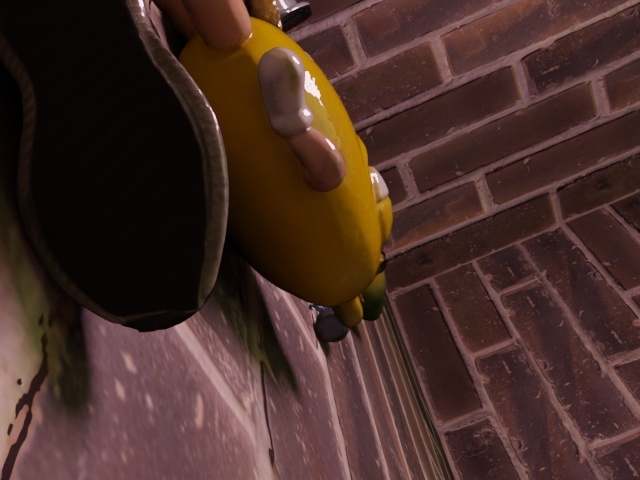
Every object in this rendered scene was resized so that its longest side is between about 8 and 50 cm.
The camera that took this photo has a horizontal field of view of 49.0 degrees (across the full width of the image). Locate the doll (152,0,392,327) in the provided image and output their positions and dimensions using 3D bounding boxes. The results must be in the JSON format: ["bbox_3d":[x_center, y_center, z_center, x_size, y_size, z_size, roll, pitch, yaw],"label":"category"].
[{"bbox_3d":[-0.077,-0.132,0.651,0.348,0.161,0.423,50,-13,34],"label":"doll"}]

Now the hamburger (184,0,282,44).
[{"bbox_3d":[-0.090,-0.217,0.939,0.265,0.134,0.285,-119,-171,-74],"label":"hamburger"}]

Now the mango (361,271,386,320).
[{"bbox_3d":[0.080,0.075,1.434,0.156,0.114,0.251,62,3,33],"label":"mango"}]

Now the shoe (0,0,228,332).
[{"bbox_3d":[-0.104,-0.060,0.371,0.112,0.099,0.228,76,-9,-78],"label":"shoe"}]

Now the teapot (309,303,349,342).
[{"bbox_3d":[0.012,0.118,1.011,0.083,0.063,0.049,31,67,-85],"label":"teapot"}]

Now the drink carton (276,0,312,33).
[{"bbox_3d":[-0.136,-0.508,1.443,0.190,0.185,0.191,63,8,-7],"label":"drink carton"}]

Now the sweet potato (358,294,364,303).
[{"bbox_3d":[0.000,0.000,1.257,0.067,0.059,0.281,-74,140,-83],"label":"sweet potato"}]
